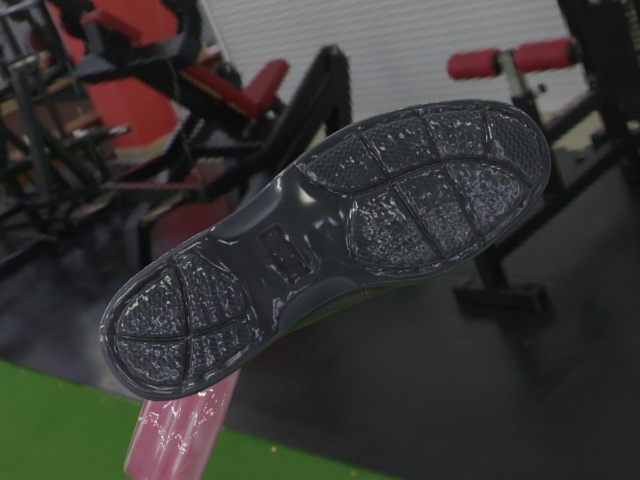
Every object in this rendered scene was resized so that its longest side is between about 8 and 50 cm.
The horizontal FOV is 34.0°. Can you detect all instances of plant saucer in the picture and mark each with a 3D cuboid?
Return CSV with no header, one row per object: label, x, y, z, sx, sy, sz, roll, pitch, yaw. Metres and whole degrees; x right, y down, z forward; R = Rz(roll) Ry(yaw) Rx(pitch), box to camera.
plant saucer,-0.156,0.165,1.244,0.084,0.332,0.332,19,20,-7

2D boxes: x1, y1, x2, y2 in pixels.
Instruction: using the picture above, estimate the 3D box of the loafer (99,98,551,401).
loafer,0.000,0.000,0.670,0.302,0.109,0.095,-28,1,-7
